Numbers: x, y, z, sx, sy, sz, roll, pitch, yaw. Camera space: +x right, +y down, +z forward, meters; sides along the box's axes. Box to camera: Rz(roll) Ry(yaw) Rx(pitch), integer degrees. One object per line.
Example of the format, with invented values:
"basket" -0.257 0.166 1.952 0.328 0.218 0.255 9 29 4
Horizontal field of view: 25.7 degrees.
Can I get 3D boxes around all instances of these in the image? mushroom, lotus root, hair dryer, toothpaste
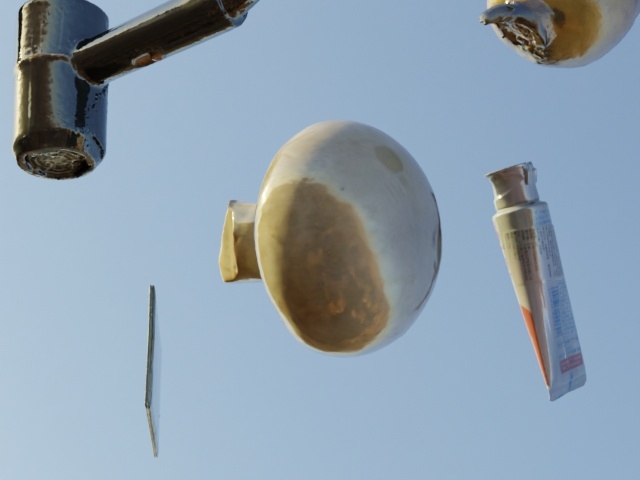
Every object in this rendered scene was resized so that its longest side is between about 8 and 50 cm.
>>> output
"mushroom" 0.000 0.000 1.215 0.204 0.204 0.204 22 -39 18
"lotus root" 0.216 -0.211 1.257 0.125 0.221 0.118 -31 -87 39
"hair dryer" -0.188 -0.196 1.479 0.352 0.189 0.107 -17 -26 33
"toothpaste" 0.220 0.039 1.404 0.057 0.089 0.234 -18 -94 35

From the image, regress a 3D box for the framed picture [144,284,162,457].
"framed picture" -0.226 0.183 1.911 0.010 0.173 0.231 1 -26 -4
